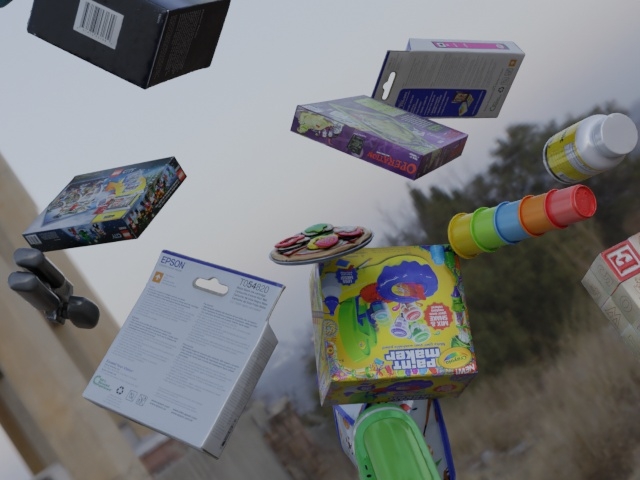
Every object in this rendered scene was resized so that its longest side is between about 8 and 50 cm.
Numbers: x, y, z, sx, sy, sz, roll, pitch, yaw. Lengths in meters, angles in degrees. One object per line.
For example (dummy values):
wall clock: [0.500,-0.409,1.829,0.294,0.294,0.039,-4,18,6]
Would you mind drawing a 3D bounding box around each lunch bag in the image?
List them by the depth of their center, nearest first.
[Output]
lunch bag: [0.144,0.385,2.431,0.239,0.385,0.328,-15,19,-14]

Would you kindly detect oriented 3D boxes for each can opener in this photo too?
can opener: [-0.414,0.076,1.600,0.093,0.074,0.280,6,-16,5]

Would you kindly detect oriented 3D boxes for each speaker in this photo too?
speaker: [0.133,0.396,1.696,0.131,0.131,0.296,-36,25,7]

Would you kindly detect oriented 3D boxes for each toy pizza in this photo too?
toy pizza: [0.000,0.000,1.899,0.201,0.032,0.201,-12,14,3]

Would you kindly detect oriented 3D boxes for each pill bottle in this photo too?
pill bottle: [0.311,-0.107,1.173,0.065,0.065,0.116,-34,2,-20]

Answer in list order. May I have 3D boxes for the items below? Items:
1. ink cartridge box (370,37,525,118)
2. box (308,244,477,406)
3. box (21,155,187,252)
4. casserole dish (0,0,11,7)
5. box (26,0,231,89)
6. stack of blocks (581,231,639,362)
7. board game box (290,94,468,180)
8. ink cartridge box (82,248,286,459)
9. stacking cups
ink cartridge box: [0.265,-0.353,2.248,0.371,0.069,0.175,-6,-47,-30]
box: [0.138,0.172,2.062,0.290,0.279,0.177,-3,-25,-8]
box: [-0.344,-0.056,1.624,0.233,0.044,0.159,-7,36,35]
casserole dish: [-0.449,-0.417,1.548,0.188,0.037,0.114,-32,36,20]
box: [-0.393,-0.476,2.131,0.182,0.296,0.294,-68,-11,24]
stack of blocks: [0.471,0.114,1.203,0.171,0.297,0.087,-26,-22,-14]
board game box: [0.106,-0.173,1.647,0.347,0.208,0.056,-28,-45,-68]
ink cartridge box: [-0.165,0.137,1.289,0.045,0.223,0.224,46,-114,-49]
stacking cups: [0.379,-0.032,1.922,0.096,0.096,0.316,-32,10,-35]
